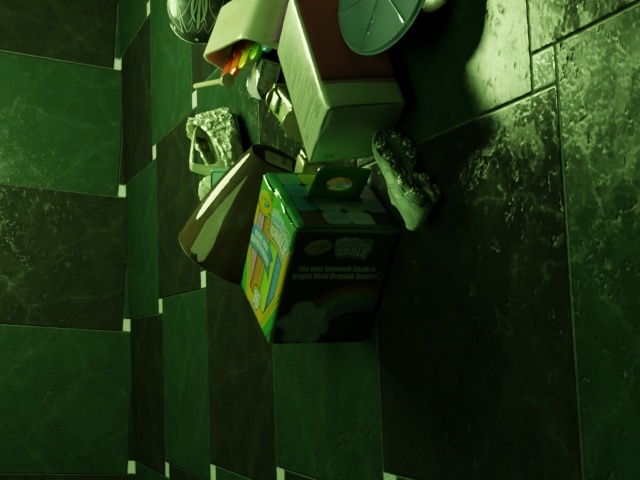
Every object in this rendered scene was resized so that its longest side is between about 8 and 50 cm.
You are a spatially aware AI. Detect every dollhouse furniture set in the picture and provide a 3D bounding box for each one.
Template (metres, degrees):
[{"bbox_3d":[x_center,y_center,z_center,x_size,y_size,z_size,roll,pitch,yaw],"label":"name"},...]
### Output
[{"bbox_3d":[-0.059,-0.208,1.730,0.182,0.101,0.160,-122,39,-52],"label":"dollhouse furniture set"}]

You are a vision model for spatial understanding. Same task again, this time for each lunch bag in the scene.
[{"bbox_3d":[-0.120,-0.336,1.942,0.071,0.053,0.083,32,107,64],"label":"lunch bag"}]

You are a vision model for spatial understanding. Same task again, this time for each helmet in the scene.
[{"bbox_3d":[-0.286,-0.553,2.202,0.161,0.170,0.169,-112,27,-75],"label":"helmet"}]

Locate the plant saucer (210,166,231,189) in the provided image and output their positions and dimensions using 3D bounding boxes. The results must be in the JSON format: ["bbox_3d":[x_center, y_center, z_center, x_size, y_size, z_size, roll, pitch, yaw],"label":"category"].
[{"bbox_3d":[-0.155,-0.121,1.933,0.192,0.018,0.067,0,90,32],"label":"plant saucer"}]

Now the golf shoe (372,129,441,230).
[{"bbox_3d":[0.113,-0.090,1.372,0.086,0.069,0.176,104,155,-43],"label":"golf shoe"}]

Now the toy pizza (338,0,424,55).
[{"bbox_3d":[0.099,-0.363,1.345,0.201,0.032,0.201,-20,64,49],"label":"toy pizza"}]

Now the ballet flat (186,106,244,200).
[{"bbox_3d":[-0.222,-0.142,2.080,0.408,0.147,0.147,-112,31,-41],"label":"ballet flat"}]

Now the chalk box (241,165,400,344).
[{"bbox_3d":[0.000,0.000,1.492,0.179,0.180,0.288,-122,40,-51],"label":"chalk box"}]

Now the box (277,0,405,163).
[{"bbox_3d":[0.027,-0.259,1.460,0.148,0.127,0.232,112,146,-59],"label":"box"}]

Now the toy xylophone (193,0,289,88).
[{"bbox_3d":[-0.164,-0.407,1.917,0.323,0.081,0.236,21,88,65],"label":"toy xylophone"}]

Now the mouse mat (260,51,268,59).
[{"bbox_3d":[-0.123,-0.485,2.012,0.152,0.007,0.189,-116,35,-47],"label":"mouse mat"}]

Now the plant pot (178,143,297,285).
[{"bbox_3d":[-0.132,-0.063,1.813,0.230,0.215,0.215,-61,33,23],"label":"plant pot"}]
